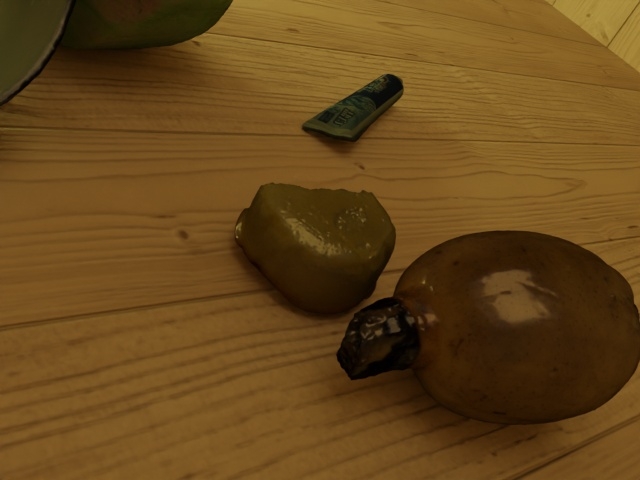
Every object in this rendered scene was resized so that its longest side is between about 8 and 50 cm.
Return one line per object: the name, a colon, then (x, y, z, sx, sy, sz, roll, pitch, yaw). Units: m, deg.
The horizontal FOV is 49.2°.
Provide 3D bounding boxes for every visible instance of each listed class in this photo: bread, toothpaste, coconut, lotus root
bread: (0.000, 0.007, 0.687, 0.156, 0.086, 0.125, 7, 47, -25)
toothpaste: (0.065, -0.198, 1.031, 0.069, 0.047, 0.268, 45, 39, 0)
coconut: (-0.258, -0.370, 0.822, 0.328, 0.281, 0.328, 14, 71, -44)
lotus root: (0.154, 0.079, 0.641, 0.310, 0.182, 0.182, 2, 42, -25)

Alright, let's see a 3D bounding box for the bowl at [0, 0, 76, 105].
bowl: (-0.409, -0.257, 0.586, 0.185, 0.353, 0.354, -2, 12, 42)
